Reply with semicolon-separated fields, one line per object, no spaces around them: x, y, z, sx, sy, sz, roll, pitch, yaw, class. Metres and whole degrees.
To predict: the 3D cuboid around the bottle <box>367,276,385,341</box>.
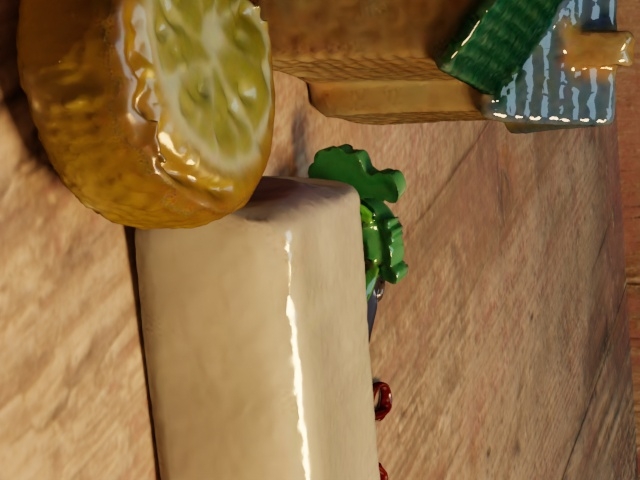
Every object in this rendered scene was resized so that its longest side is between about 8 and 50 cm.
0.017;0.118;1.526;0.082;0.072;0.244;26;58;-21;bottle

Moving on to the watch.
0.000;0.000;1.455;0.152;0.131;0.165;-35;129;-42;watch

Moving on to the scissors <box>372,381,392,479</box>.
0.034;0.232;1.658;0.247;0.017;0.144;20;72;-66;scissors

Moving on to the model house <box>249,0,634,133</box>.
0.138;-0.285;1.462;0.382;0.342;0.335;-4;96;-68;model house

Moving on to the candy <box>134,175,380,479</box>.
-0.046;0.120;1.270;0.208;0.145;0.359;-37;126;-64;candy

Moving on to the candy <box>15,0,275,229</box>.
-0.121;-0.134;1.077;0.260;0.118;0.260;20;68;-60;candy
